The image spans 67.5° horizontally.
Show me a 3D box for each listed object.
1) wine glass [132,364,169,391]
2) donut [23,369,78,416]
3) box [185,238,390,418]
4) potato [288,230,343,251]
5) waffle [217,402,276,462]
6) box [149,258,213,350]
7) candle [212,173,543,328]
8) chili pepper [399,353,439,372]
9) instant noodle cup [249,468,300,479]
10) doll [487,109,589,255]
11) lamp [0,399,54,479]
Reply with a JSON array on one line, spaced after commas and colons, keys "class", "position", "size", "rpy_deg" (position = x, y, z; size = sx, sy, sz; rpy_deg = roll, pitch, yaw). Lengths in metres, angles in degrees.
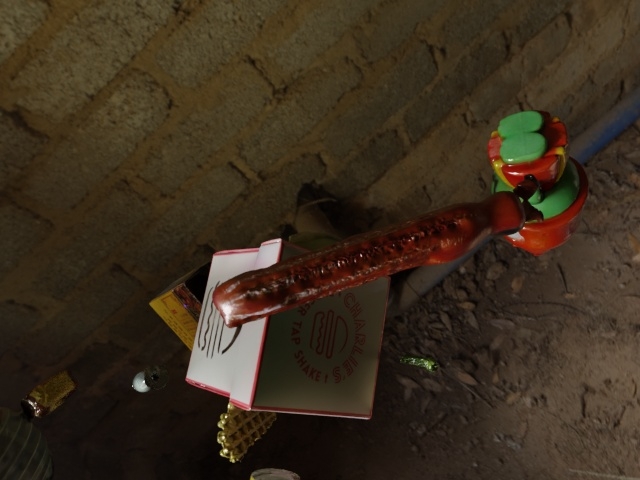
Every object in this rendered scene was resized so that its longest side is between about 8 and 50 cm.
[{"class": "wine glass", "position": [-0.455, 0.371, 1.274], "size": [0.198, 0.066, 0.066], "rpy_deg": [-34, 40, 55]}, {"class": "donut", "position": [-0.663, 0.380, 1.180], "size": [0.140, 0.140, 0.059], "rpy_deg": [-43, 88, 4]}, {"class": "box", "position": [-0.072, 0.195, 1.049], "size": [0.300, 0.312, 0.314], "rpy_deg": [-6, 70, 50]}, {"class": "potato", "position": [0.000, 0.000, 1.227], "size": [0.120, 0.149, 0.081], "rpy_deg": [-30, 44, 12]}, {"class": "waffle", "position": [-0.178, 0.458, 1.164], "size": [0.046, 0.160, 0.192], "rpy_deg": [-30, 28, 24]}, {"class": "box", "position": [-0.325, 0.217, 1.378], "size": [0.116, 0.264, 0.415], "rpy_deg": [-43, 10, -33]}, {"class": "candle", "position": [0.063, 0.011, 0.444], "size": [0.329, 0.048, 0.051], "rpy_deg": [-18, 39, -10]}, {"class": "chili pepper", "position": [0.211, 0.256, 1.008], "size": [0.091, 0.034, 0.030], "rpy_deg": [2, 104, 45]}, {"class": "instant noodle cup", "position": [-0.106, 0.595, 1.082], "size": [0.151, 0.151, 0.122], "rpy_deg": [-1, 76, 34]}, {"class": "doll", "position": [0.399, -0.078, 0.884], "size": [0.160, 0.363, 0.182], "rpy_deg": [-9, 54, 17]}, {"class": "lamp", "position": [-0.481, 0.336, 0.613], "size": [0.265, 0.233, 0.233], "rpy_deg": [-43, 47, -3]}]
